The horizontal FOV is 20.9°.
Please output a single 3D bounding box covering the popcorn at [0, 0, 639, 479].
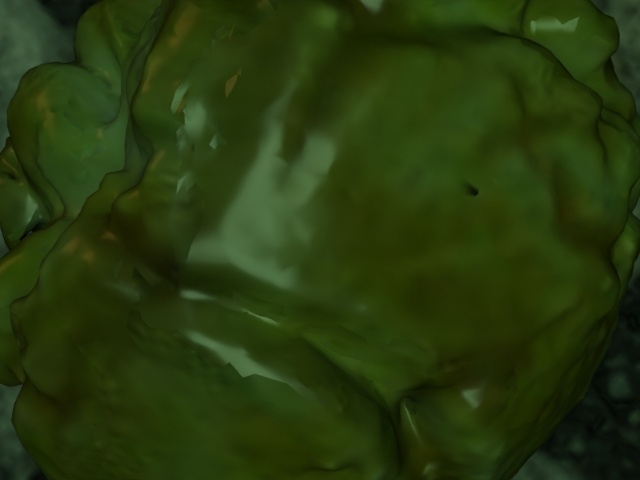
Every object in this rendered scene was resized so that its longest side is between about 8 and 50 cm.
[{"bbox_3d":[0.000,0.000,0.549,0.204,0.183,0.221,39,93,-31],"label":"popcorn"}]
